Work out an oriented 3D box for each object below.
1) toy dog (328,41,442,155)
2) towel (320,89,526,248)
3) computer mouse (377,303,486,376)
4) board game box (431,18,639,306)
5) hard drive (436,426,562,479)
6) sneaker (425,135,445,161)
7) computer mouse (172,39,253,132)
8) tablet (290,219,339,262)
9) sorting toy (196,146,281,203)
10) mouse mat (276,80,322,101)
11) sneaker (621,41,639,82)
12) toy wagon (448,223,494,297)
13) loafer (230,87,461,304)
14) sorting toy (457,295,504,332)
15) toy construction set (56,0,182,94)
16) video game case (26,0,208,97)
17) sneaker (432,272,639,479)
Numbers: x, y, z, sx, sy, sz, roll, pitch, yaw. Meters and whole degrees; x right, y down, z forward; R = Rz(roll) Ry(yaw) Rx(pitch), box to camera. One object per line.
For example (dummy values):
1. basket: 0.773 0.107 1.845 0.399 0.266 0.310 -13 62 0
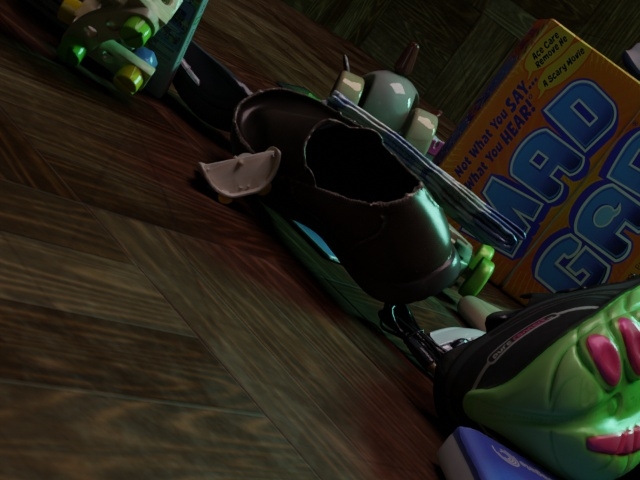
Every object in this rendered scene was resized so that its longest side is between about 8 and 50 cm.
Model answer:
1. toy dog: 0.086 -0.211 1.809 0.220 0.161 0.333 27 0 -25
2. towel: 0.109 -0.080 1.479 0.285 0.034 0.209 37 -2 -5
3. computer mouse: 0.142 0.108 1.226 0.106 0.042 0.193 43 14 33
4. board game box: 0.384 -0.100 1.918 0.356 0.357 0.356 36 12 0
5. hard drive: 0.203 0.261 0.821 0.210 0.040 0.319 32 13 -18
6. sneaker: 0.132 -0.199 2.249 0.252 0.103 0.111 39 7 -18
7. computer mouse: -0.161 -0.195 1.517 0.262 0.060 0.184 43 -9 15
8. tablet: 0.000 0.000 1.330 0.054 0.006 0.083 20 19 -51
9. sorting toy: -0.090 -0.073 1.245 0.083 0.045 0.075 -14 24 -19
10. mouse mat: 0.003 -0.244 2.255 0.152 0.007 0.189 38 12 11
11. sneaker: 0.597 -0.224 1.817 0.297 0.129 0.111 36 10 -7
12. toy wagon: 0.104 -0.035 1.605 0.267 0.068 0.344 37 11 2
13. loafer: 0.021 -0.082 1.256 0.366 0.133 0.130 41 -30 44
14. sorting toy: 0.275 0.152 1.456 0.208 0.038 0.193 20 19 -38
15. toy construction set: -0.274 -0.295 1.262 0.327 0.215 0.151 29 57 -27
16. video game case: -0.235 -0.289 1.390 0.212 0.193 0.023 37 47 2
17. sneaker: 0.270 0.097 1.160 0.202 0.185 0.482 5 5 36
